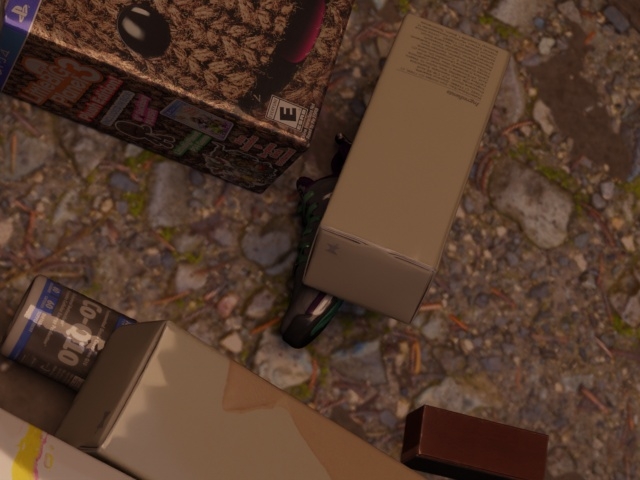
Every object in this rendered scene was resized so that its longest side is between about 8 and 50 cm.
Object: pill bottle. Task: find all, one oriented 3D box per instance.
[{"bbox_3d":[-0.199,0.092,1.547,0.137,0.078,0.078,27,67,-11],"label":"pill bottle"}]

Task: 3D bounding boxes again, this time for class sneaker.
[{"bbox_3d":[0.000,0.000,1.655,0.098,0.083,0.223,32,55,3],"label":"sneaker"}]

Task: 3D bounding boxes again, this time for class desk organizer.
[{"bbox_3d":[0.143,0.194,1.657,0.130,0.047,0.050,15,67,-15],"label":"desk organizer"}]

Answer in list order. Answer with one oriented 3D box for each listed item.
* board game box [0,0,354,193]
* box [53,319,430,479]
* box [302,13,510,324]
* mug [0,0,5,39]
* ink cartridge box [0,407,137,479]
[{"bbox_3d":[-0.132,-0.213,1.629,0.291,0.141,0.232,21,68,-13],"label":"board game box"},{"bbox_3d":[-0.049,0.195,1.480,0.311,0.148,0.121,34,73,-19],"label":"box"},{"bbox_3d":[0.080,-0.068,1.617,0.113,0.094,0.275,22,54,2],"label":"box"},{"bbox_3d":[-0.395,-0.222,1.380,0.276,0.374,0.328,-12,60,6],"label":"mug"},{"bbox_3d":[-0.273,0.203,1.415,0.353,0.207,0.119,30,69,-10],"label":"ink cartridge box"}]
